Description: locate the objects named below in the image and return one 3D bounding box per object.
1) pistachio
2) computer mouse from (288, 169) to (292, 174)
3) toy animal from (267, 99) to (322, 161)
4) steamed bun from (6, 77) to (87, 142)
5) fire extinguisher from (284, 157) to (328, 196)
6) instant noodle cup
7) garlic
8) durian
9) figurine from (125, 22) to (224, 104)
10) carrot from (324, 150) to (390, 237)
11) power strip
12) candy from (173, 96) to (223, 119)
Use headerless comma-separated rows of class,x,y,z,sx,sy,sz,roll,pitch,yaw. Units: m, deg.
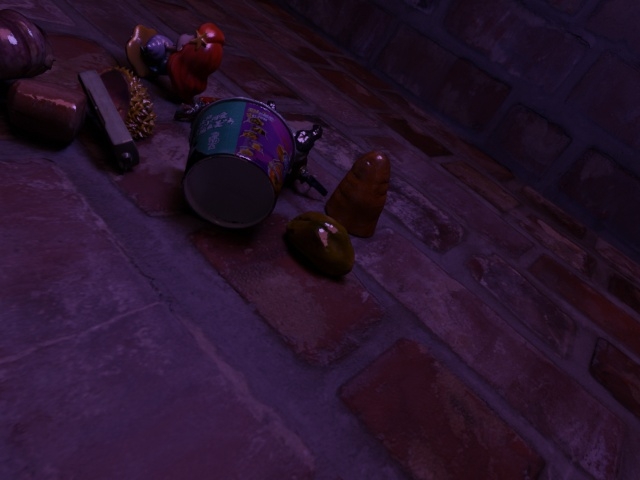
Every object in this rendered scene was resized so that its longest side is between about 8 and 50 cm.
pistachio,0.003,-0.001,1.118,0.189,0.110,0.100,43,0,21
computer mouse,-0.190,-0.211,1.234,0.237,0.081,0.145,21,-8,-16
toy animal,-0.118,-0.279,1.274,0.225,0.094,0.121,27,58,1
steamed bun,-0.564,-0.270,1.014,0.145,0.106,0.175,11,21,-22
fire extinguisher,-0.121,-0.236,1.381,0.344,0.102,0.138,37,-4,10
instant noodle cup,-0.184,-0.155,1.066,0.251,0.251,0.190,22,39,-16
garlic,-0.682,-0.401,0.994,0.245,0.160,0.245,-10,19,4
durian,-0.474,-0.327,1.181,0.132,0.165,0.182,-27,32,-22
figurine,-0.406,-0.526,1.434,0.257,0.208,0.181,12,-19,19
carrot,0.121,-0.142,1.330,0.159,0.225,0.159,19,30,-11
power strip,-0.470,-0.274,1.079,0.048,0.080,0.285,-23,64,-25
candy,-0.295,-0.374,1.434,0.292,0.086,0.059,-11,57,-49
